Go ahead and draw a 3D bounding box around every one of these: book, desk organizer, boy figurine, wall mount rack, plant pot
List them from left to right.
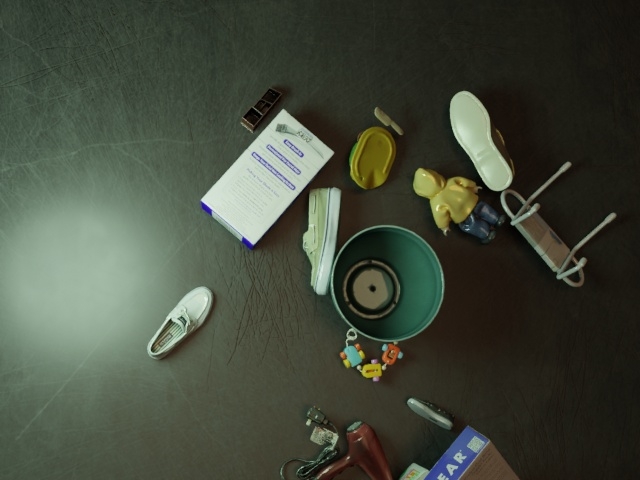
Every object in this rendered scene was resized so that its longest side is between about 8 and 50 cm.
[{"bbox_3d":[-0.163,-0.366,1.975,0.047,0.050,0.130,39,77,-2],"label":"desk organizer"},{"bbox_3d":[0.154,0.120,1.883,0.292,0.196,0.293,2,81,-10],"label":"plant pot"},{"bbox_3d":[0.233,0.625,1.847,0.096,0.144,0.035,-42,87,-13],"label":"book"},{"bbox_3d":[0.375,-0.098,2.007,0.285,0.092,0.177,33,78,-3],"label":"boy figurine"},{"bbox_3d":[0.689,-0.055,2.042,0.350,0.130,0.304,49,46,-1],"label":"wall mount rack"}]

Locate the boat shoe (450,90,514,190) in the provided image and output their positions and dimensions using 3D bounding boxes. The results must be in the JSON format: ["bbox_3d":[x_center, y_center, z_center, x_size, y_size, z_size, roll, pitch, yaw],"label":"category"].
[{"bbox_3d":[0.464,-0.283,2.050,0.109,0.091,0.305,-27,84,25],"label":"boat shoe"}]

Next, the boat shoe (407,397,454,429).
[{"bbox_3d":[0.300,0.461,1.937,0.142,0.049,0.040,32,59,-5],"label":"boat shoe"}]

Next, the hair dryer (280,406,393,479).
[{"bbox_3d":[0.062,0.576,1.877,0.293,0.080,0.224,21,94,0],"label":"hair dryer"}]

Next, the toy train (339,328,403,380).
[{"bbox_3d":[0.132,0.308,1.930,0.166,0.046,0.125,24,77,-9],"label":"toy train"}]

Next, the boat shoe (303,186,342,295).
[{"bbox_3d":[0.000,0.000,1.934,0.094,0.109,0.303,5,71,7],"label":"boat shoe"}]

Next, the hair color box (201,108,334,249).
[{"bbox_3d":[-0.142,-0.163,1.921,0.185,0.110,0.339,41,79,-1],"label":"hair color box"}]

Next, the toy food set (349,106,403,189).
[{"bbox_3d":[0.140,-0.247,2.007,0.128,0.071,0.218,29,79,-29],"label":"toy food set"}]

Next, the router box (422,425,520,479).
[{"bbox_3d":[0.356,0.689,1.815,0.335,0.082,0.301,-47,125,-12],"label":"router box"}]

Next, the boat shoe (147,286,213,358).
[{"bbox_3d":[-0.356,0.215,1.843,0.083,0.076,0.226,37,78,-3],"label":"boat shoe"}]
